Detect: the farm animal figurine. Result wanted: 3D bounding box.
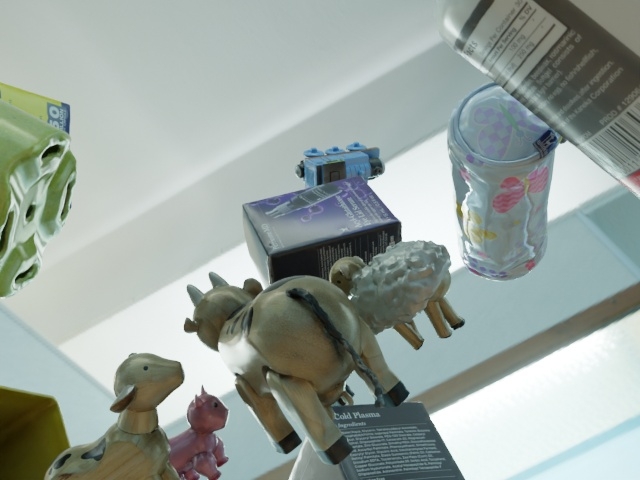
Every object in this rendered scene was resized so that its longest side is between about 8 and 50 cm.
[{"bbox_3d":[-0.073,0.113,0.568,0.327,0.330,0.172,-30,-85,44],"label":"farm animal figurine"}]

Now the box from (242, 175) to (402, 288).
[{"bbox_3d":[0.000,0.000,0.975,0.207,0.153,0.108,-15,-53,-15],"label":"box"}]

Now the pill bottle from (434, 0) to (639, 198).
[{"bbox_3d":[0.204,-0.188,0.497,0.318,0.176,0.176,41,-69,4],"label":"pill bottle"}]

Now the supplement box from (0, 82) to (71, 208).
[{"bbox_3d":[-0.589,-0.149,0.991,0.195,0.356,0.194,-3,-93,21],"label":"supplement box"}]

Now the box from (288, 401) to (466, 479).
[{"bbox_3d":[0.074,0.454,0.868,0.179,0.312,0.343,4,-57,-25],"label":"box"}]

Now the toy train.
[{"bbox_3d":[0.043,-0.141,1.251,0.184,0.105,0.080,-11,-63,-25],"label":"toy train"}]

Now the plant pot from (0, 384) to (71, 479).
[{"bbox_3d":[-0.472,0.336,0.855,0.187,0.212,0.212,-29,-25,3],"label":"plant pot"}]

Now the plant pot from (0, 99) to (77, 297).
[{"bbox_3d":[-0.401,-0.065,0.632,0.254,0.276,0.276,19,-61,-4],"label":"plant pot"}]

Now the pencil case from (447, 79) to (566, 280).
[{"bbox_3d":[0.211,-0.059,0.728,0.124,0.113,0.273,-43,-31,-13],"label":"pencil case"}]
